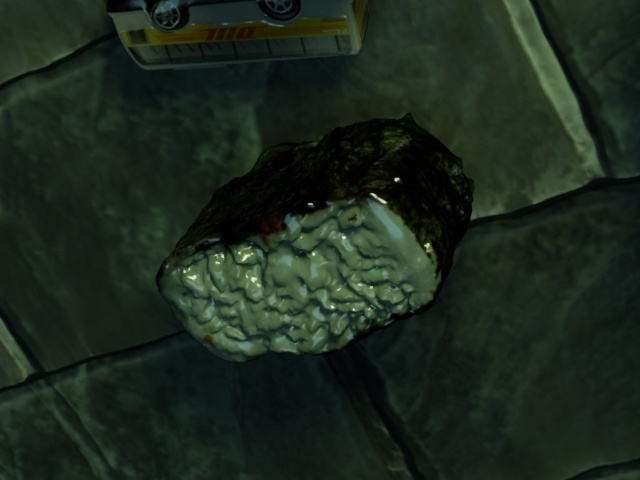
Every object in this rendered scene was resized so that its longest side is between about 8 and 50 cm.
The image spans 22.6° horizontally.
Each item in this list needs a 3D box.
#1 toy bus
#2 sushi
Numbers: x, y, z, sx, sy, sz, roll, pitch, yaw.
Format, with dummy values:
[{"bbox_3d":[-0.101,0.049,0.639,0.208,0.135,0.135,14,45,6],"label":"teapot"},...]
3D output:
[{"bbox_3d":[-0.054,-0.156,1.085,0.172,0.057,0.072,-3,132,16],"label":"toy bus"},{"bbox_3d":[0.000,0.000,1.134,0.225,0.127,0.124,-21,117,32],"label":"sushi"}]
